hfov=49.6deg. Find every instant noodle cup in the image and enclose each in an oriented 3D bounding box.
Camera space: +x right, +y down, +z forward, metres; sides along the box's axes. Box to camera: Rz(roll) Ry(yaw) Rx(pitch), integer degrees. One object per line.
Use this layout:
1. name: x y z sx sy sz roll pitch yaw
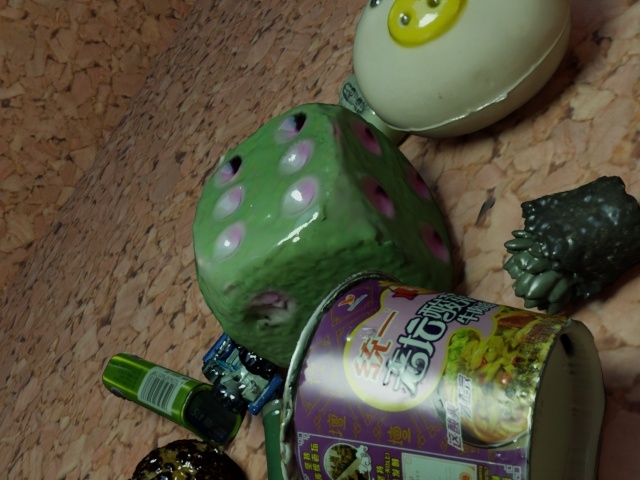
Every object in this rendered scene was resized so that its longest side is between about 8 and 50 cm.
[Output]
1. instant noodle cup: 0.157 0.208 0.793 0.266 0.340 0.339 3 61 38

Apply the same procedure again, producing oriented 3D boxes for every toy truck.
1. toy truck: -0.131 0.226 1.239 0.113 0.126 0.208 -52 27 2

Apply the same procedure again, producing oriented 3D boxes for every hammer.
1. hammer: 0.045 -0.201 1.446 0.305 0.113 0.202 -47 32 16

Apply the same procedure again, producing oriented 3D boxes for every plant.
1. plant: 0.329 0.006 0.912 0.194 0.132 0.129 -33 36 17

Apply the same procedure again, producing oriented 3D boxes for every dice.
1. dice: 0.000 0.000 1.117 0.318 0.330 0.322 -35 40 26

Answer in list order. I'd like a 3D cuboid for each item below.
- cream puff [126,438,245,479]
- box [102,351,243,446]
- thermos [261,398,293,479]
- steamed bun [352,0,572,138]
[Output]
1. cream puff: -0.239 0.443 1.139 0.239 0.165 0.239 -32 38 29
2. box: -0.297 0.303 1.355 0.346 0.134 0.097 4 63 49
3. thermos: -0.056 0.349 1.093 0.083 0.073 0.187 -25 42 14
4. steamed bun: 0.233 -0.344 1.177 0.374 0.334 0.333 -25 43 26
